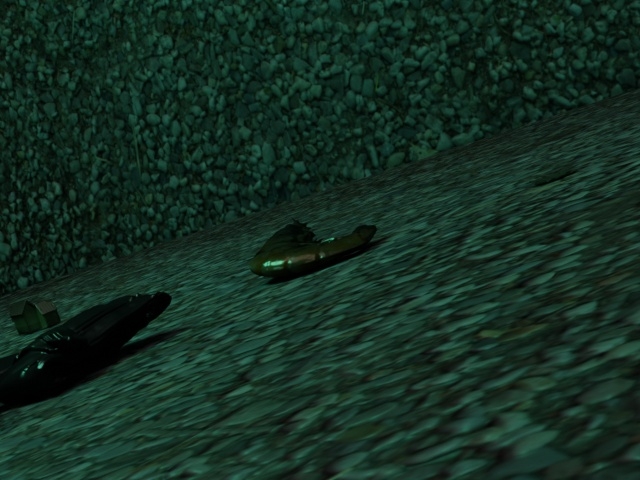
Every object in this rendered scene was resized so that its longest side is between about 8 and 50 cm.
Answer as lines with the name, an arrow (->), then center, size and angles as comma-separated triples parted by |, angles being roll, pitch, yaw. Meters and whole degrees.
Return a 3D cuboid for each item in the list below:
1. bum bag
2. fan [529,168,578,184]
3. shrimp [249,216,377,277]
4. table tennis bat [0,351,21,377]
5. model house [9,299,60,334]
bum bag -> -0.273, 0.118, 1.423 | 0.123, 0.060, 0.248 | -18, 7, 34
fan -> 0.302, -0.083, 1.683 | 0.056, 0.004, 0.083 | -23, 6, -27
shrimp -> 0.000, 0.000, 1.725 | 0.169, 0.058, 0.296 | -12, 10, 10
table tennis bat -> -0.453, 0.176, 1.692 | 0.150, 0.027, 0.236 | -21, 6, -15
model house -> -0.497, 0.127, 2.193 | 0.057, 0.058, 0.083 | -23, 6, -35
